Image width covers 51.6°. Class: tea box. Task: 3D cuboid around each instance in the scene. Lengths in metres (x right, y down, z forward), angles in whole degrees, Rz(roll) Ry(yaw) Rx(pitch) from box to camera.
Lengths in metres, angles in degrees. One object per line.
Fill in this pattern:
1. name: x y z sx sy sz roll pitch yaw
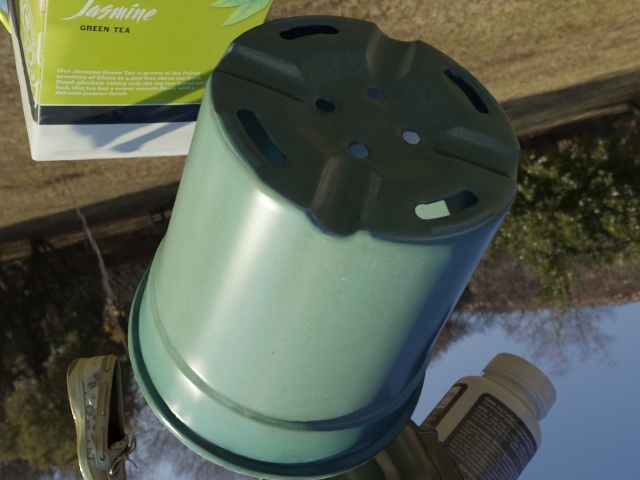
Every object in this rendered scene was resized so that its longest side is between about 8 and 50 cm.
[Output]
1. tea box: -0.225 -0.312 0.737 0.219 0.329 0.323 -7 156 -29

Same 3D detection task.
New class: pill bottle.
1. pill bottle: 0.262 0.346 1.129 0.318 0.176 0.176 -43 -168 -24

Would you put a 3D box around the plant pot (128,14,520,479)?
1. plant pot: 0.000 0.000 0.628 0.341 0.341 0.334 -21 151 -32

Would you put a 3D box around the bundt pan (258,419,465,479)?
1. bundt pan: 0.058 0.387 0.812 0.330 0.331 0.124 -20 -151 -15

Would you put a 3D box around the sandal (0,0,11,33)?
1. sandal: -0.463 -0.414 1.188 0.138 0.126 0.317 -35 177 15

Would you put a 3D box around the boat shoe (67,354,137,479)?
1. boat shoe: -0.405 0.359 1.256 0.089 0.285 0.104 -10 -171 2
